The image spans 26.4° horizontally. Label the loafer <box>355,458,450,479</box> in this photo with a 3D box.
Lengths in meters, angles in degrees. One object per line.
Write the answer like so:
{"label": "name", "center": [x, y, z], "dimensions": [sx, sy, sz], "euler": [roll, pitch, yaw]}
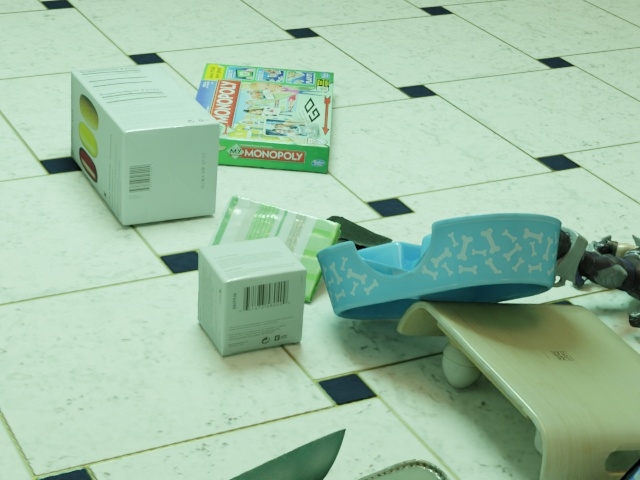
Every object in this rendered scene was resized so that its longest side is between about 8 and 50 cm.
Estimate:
{"label": "loafer", "center": [0.015, 0.261, 1.156], "dimensions": [0.112, 0.111, 0.319], "euler": [22, 32, 30]}

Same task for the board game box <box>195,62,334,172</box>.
{"label": "board game box", "center": [-0.089, -0.195, 2.111], "dimensions": [0.214, 0.046, 0.317], "euler": [5, 27, -1]}

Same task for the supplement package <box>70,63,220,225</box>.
{"label": "supplement package", "center": [-0.246, -0.137, 1.869], "dimensions": [0.134, 0.139, 0.244], "euler": [-8, 28, -25]}

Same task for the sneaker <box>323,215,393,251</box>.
{"label": "sneaker", "center": [0.000, -0.002, 1.745], "dimensions": [0.170, 0.051, 0.089], "euler": [19, 29, 16]}

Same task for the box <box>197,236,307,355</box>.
{"label": "box", "center": [-0.079, 0.062, 1.545], "dimensions": [0.101, 0.102, 0.087], "euler": [-9, 32, -24]}

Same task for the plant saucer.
{"label": "plant saucer", "center": [-0.057, 0.224, 1.207], "dimensions": [0.195, 0.195, 0.037], "euler": [-18, 77, -38]}

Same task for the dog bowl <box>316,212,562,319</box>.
{"label": "dog bowl", "center": [0.131, 0.034, 1.521], "dimensions": [0.297, 0.074, 0.166], "euler": [-12, -14, 39]}

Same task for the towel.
{"label": "towel", "center": [-0.062, 0.011, 1.684], "dimensions": [0.152, 0.023, 0.113], "euler": [16, 68, 18]}

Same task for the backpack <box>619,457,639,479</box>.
{"label": "backpack", "center": [0.327, 0.236, 1.255], "dimensions": [0.105, 0.114, 0.084], "euler": [-16, 53, -38]}

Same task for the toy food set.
{"label": "toy food set", "center": [0.242, 0.161, 1.441], "dimensions": [0.220, 0.092, 0.306], "euler": [3, 26, -29]}

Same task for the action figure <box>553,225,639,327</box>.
{"label": "action figure", "center": [0.344, 0.039, 1.655], "dimensions": [0.285, 0.099, 0.185], "euler": [12, 8, -27]}
